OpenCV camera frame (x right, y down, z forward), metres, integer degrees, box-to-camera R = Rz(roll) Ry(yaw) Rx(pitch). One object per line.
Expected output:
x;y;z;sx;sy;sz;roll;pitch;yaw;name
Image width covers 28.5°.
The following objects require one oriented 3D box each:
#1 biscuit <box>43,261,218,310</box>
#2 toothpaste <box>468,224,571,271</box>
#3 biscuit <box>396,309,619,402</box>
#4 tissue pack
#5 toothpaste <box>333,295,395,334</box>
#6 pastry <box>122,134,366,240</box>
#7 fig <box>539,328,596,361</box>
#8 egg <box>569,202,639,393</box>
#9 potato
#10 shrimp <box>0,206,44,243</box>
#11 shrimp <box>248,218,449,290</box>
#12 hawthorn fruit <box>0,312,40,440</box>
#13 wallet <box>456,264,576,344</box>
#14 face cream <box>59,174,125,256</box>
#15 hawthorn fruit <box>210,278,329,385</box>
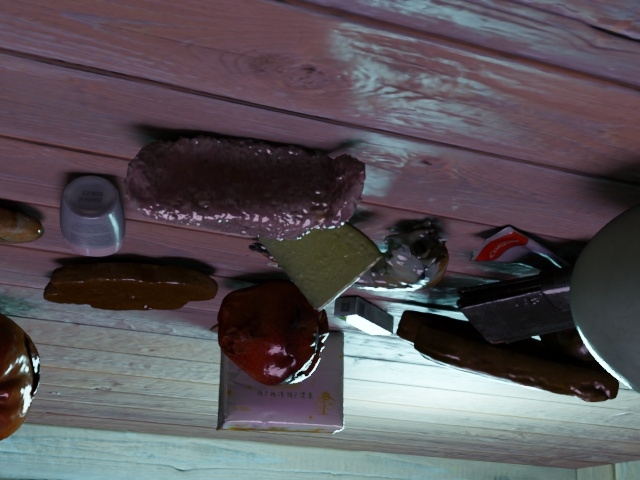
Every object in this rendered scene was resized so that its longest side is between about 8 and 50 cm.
-0.300;0.070;1.958;0.290;0.041;0.208;-3;162;18;biscuit
0.330;0.038;1.805;0.075;0.048;0.301;-10;158;44;toothpaste
0.294;0.187;2.058;0.381;0.074;0.359;8;-175;-41;biscuit
-0.074;0.264;2.349;0.225;0.185;0.124;4;163;-10;tissue pack
0.077;0.128;2.145;0.046;0.034;0.164;-3;163;26;toothpaste
-0.087;-0.059;1.414;0.265;0.103;0.112;5;170;-8;pastry
0.427;0.139;2.002;0.133;0.127;0.184;-26;148;31;fig
0.482;0.074;1.502;0.388;0.276;0.276;4;163;-18;egg
0.000;0.000;1.671;0.120;0.149;0.081;-39;-175;11;potato
-0.510;-0.024;1.645;0.296;0.058;0.169;8;165;-34;shrimp
0.064;0.026;1.781;0.287;0.068;0.185;4;162;27;shrimp
-0.651;0.231;2.188;0.276;0.276;0.307;15;174;-39;hawthorn fruit
0.368;0.084;1.799;0.316;0.044;0.169;-13;152;23;wallet
-0.290;-0.028;1.605;0.084;0.057;0.198;5;165;-9;face cream
-0.077;0.139;1.980;0.179;0.173;0.173;37;171;15;hawthorn fruit
